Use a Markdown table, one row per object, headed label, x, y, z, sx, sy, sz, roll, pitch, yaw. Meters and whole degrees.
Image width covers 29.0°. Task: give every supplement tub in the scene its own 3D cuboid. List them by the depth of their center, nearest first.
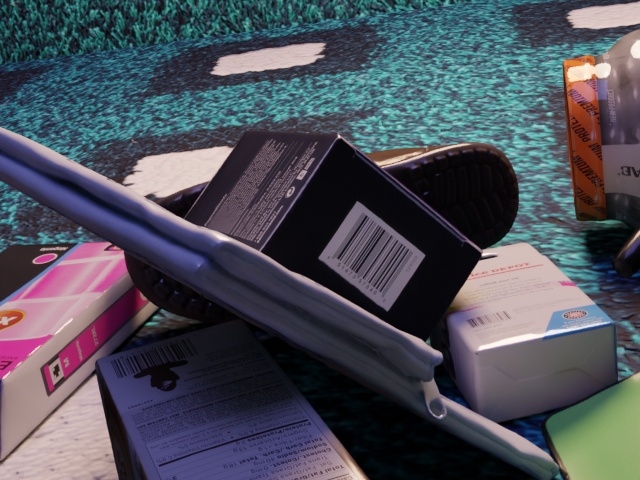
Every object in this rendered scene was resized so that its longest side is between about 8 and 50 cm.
| label | x | y | z | sx | sy | sz | roll | pitch | yaw |
| --- | --- | --- | --- | --- | --- | --- | --- | --- | --- |
| supplement tub | 0.383 | -0.105 | 1.113 | 0.316 | 0.194 | 0.193 | -6 | 20 | 10 |

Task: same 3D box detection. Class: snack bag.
| label | x | y | z | sx | sy | sz | roll | pitch | yaw |
| --- | --- | --- | --- | --- | --- | --- | --- | --- | --- |
| snack bag | -0.032 | 0.040 | 0.799 | 0.323 | 0.342 | 0.037 | 22 | 81 | 52 |

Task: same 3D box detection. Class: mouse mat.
| label | x | y | z | sx | sy | sz | roll | pitch | yaw |
| --- | --- | --- | --- | --- | --- | --- | --- | --- | --- |
| mouse mat | 0.239 | 0.109 | 0.777 | 0.189 | 0.007 | 0.152 | -27 | 19 | 6 |

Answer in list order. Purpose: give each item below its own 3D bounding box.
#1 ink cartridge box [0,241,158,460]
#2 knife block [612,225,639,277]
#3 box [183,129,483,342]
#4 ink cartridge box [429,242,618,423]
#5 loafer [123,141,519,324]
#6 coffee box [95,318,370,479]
| label | x | y | z | sx | sy | sz | roll | pitch | yaw |
| --- | --- | --- | --- | --- | --- | --- | --- | --- | --- |
| ink cartridge box | -0.281 | 0.096 | 1.046 | 0.175 | 0.069 | 0.371 | -1 | 23 | 20 |
| knife block | 0.323 | -0.047 | 0.909 | 0.242 | 0.276 | 0.088 | 5 | 7 | -41 |
| box | 0.000 | 0.000 | 0.964 | 0.108 | 0.153 | 0.207 | -56 | 23 | -8 |
| ink cartridge box | 0.143 | 0.065 | 0.940 | 0.104 | 0.062 | 0.181 | -11 | 20 | -6 |
| loafer | -0.002 | -0.009 | 1.147 | 0.366 | 0.134 | 0.130 | -9 | 8 | -15 |
| coffee box | -0.042 | 0.157 | 0.654 | 0.098 | 0.141 | 0.246 | -15 | 22 | -15 |
